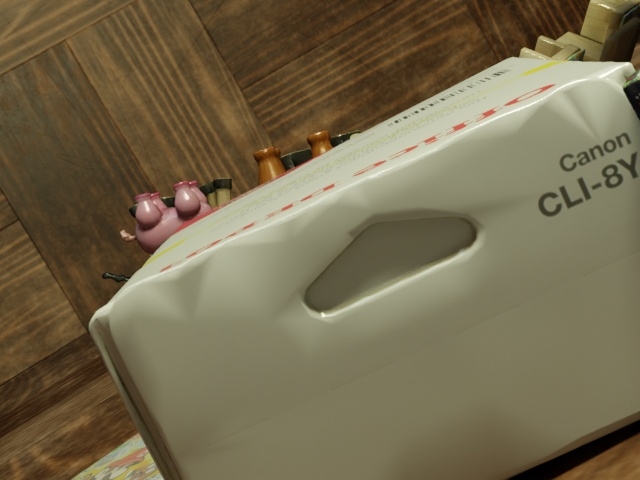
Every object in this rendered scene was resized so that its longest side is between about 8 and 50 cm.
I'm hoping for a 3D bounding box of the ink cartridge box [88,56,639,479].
[{"bbox_3d":[0.048,0.022,0.820,0.279,0.160,0.385,-26,6,4],"label":"ink cartridge box"}]

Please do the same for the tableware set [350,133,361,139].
[{"bbox_3d":[0.119,-0.033,1.109,0.128,0.039,0.194,-20,47,-16],"label":"tableware set"}]

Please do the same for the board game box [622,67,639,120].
[{"bbox_3d":[0.237,-0.074,0.593,0.194,0.194,0.060,-28,7,20],"label":"board game box"}]

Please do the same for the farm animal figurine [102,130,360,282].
[{"bbox_3d":[0.000,0.000,1.309,0.327,0.172,0.330,-17,1,-27],"label":"farm animal figurine"}]

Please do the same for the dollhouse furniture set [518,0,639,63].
[{"bbox_3d":[0.301,-0.175,1.323,0.212,0.161,0.242,-37,-34,-49],"label":"dollhouse furniture set"}]

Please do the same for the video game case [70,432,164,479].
[{"bbox_3d":[-0.144,0.185,1.085,0.206,0.026,0.227,-33,7,-29],"label":"video game case"}]
